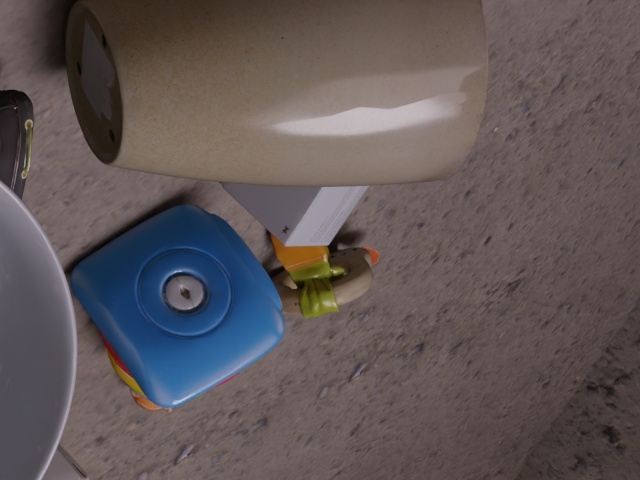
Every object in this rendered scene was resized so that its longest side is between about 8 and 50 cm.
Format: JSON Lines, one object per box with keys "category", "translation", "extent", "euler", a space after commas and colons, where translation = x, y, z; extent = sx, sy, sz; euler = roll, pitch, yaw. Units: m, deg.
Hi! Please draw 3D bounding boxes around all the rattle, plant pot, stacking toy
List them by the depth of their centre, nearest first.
{"category": "plant pot", "translation": [-0.052, -0.148, 1.223], "extent": [0.274, 0.256, 0.256], "euler": [-13, 144, -24]}
{"category": "stacking toy", "translation": [-0.155, 0.111, 1.580], "extent": [0.165, 0.175, 0.302], "euler": [-31, 165, -24]}
{"category": "rattle", "translation": [0.000, 0.000, 1.777], "extent": [0.130, 0.143, 0.199], "euler": [-22, -169, 37]}

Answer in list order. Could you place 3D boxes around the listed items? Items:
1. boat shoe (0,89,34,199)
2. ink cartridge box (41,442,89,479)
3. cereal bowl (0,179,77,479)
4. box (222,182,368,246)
{"category": "boat shoe", "translation": [-0.271, -0.020, 1.221], "extent": [0.068, 0.081, 0.228], "euler": [-20, 144, -38]}
{"category": "ink cartridge box", "translation": [-0.363, 0.325, 1.597], "extent": [0.198, 0.115, 0.273], "euler": [-28, 152, -36]}
{"category": "cereal bowl", "translation": [-0.349, 0.081, 1.088], "extent": [0.339, 0.141, 0.339], "euler": [-9, 105, -36]}
{"category": "box", "translation": [-0.021, -0.062, 1.547], "extent": [0.087, 0.101, 0.102], "euler": [-2, 130, -58]}
